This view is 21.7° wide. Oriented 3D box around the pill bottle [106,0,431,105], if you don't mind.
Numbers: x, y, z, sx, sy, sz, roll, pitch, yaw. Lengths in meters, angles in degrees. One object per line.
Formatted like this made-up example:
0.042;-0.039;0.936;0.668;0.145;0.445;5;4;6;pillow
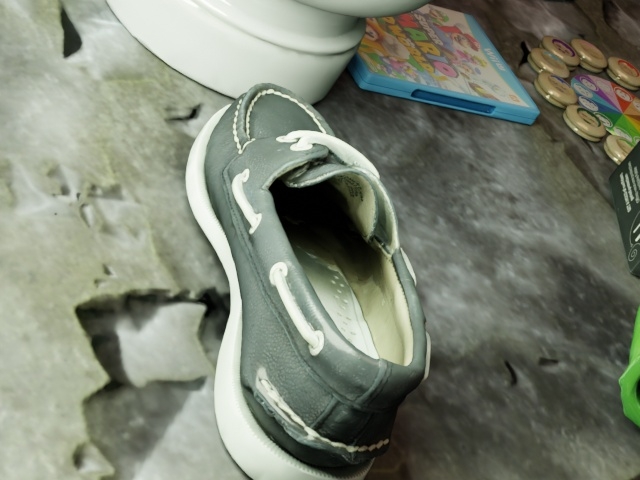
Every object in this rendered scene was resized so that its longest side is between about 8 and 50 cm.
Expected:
0.031;-0.284;0.988;0.229;0.408;0.229;24;32;-17;pill bottle

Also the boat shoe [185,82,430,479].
0.000;0.000;0.866;0.114;0.091;0.303;19;34;-26;boat shoe

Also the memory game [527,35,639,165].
0.245;-0.103;1.333;0.186;0.012;0.186;24;31;-16;memory game

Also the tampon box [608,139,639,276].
0.290;-0.047;1.149;0.101;0.161;0.120;26;32;-16;tampon box

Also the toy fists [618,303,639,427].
0.309;0.115;1.004;0.279;0.096;0.142;36;29;6;toy fists

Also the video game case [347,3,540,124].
0.072;-0.139;1.212;0.166;0.015;0.119;8;39;-38;video game case
